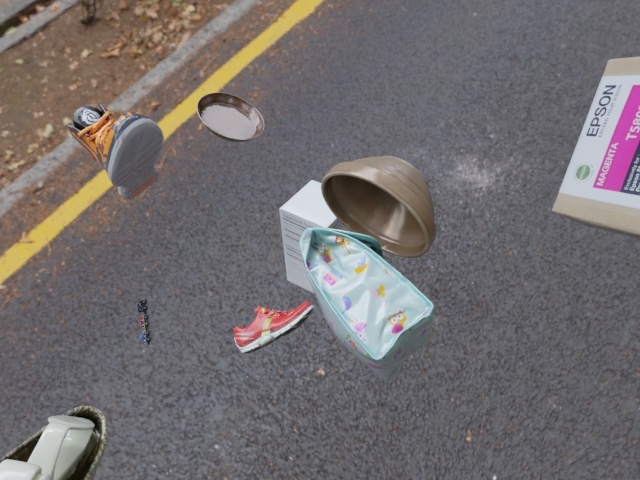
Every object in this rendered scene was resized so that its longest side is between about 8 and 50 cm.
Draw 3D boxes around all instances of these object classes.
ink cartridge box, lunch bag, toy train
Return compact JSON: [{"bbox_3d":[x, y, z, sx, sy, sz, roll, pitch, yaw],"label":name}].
[{"bbox_3d":[0.442,-0.118,0.663,0.193,0.088,0.234,30,105,62],"label":"ink cartridge box"},{"bbox_3d":[0.073,0.103,0.929,0.160,0.223,0.262,-41,63,-8],"label":"lunch bag"},{"bbox_3d":[-0.593,0.274,1.700,0.036,0.027,0.158,-6,92,-15],"label":"toy train"}]

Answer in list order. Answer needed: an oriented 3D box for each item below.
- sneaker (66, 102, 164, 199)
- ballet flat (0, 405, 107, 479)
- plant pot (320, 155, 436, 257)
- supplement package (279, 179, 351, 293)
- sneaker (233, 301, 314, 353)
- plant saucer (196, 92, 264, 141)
[{"bbox_3d":[-0.407,-0.195,0.969,0.180,0.321,0.124,48,65,-5],"label":"sneaker"},{"bbox_3d":[-0.384,0.324,0.641,0.164,0.483,0.181,30,87,-7],"label":"ballet flat"},{"bbox_3d":[0.126,-0.081,0.962,0.238,0.237,0.109,25,66,28],"label":"plant pot"},{"bbox_3d":[0.000,0.000,1.243,0.134,0.243,0.139,23,48,25],"label":"supplement package"},{"bbox_3d":[-0.154,0.253,1.596,0.279,0.107,0.118,-29,79,7],"label":"sneaker"},{"bbox_3d":[-0.222,-0.297,1.242,0.169,0.029,0.168,16,46,-18],"label":"plant saucer"}]
